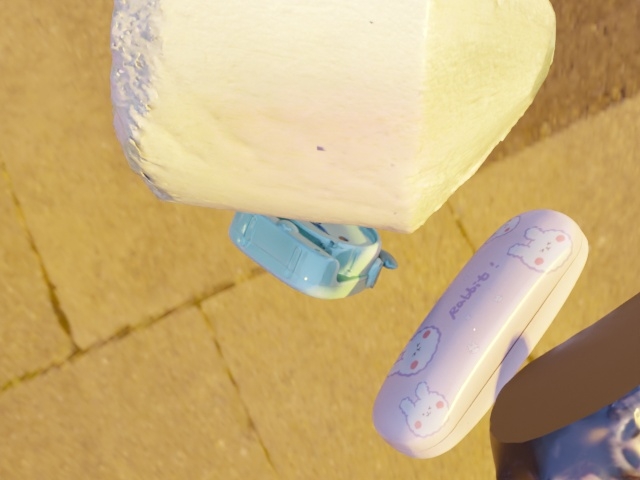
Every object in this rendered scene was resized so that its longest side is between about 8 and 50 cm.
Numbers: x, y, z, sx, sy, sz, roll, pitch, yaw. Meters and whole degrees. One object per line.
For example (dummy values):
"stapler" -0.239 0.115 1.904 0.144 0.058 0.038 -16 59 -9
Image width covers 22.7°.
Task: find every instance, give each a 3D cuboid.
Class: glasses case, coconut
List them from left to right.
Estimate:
"coconut" 0.007 -0.076 0.572 0.153 0.147 0.147 4 68 4
"glasses case" 0.162 0.091 1.619 0.297 0.075 0.113 -52 32 -15

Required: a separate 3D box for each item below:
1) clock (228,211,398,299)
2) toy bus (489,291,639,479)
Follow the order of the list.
"clock" 0.000 0.001 1.769 0.148 0.188 0.060 33 112 28
"toy bus" 0.292 0.072 0.901 0.386 0.171 0.162 -33 100 7
